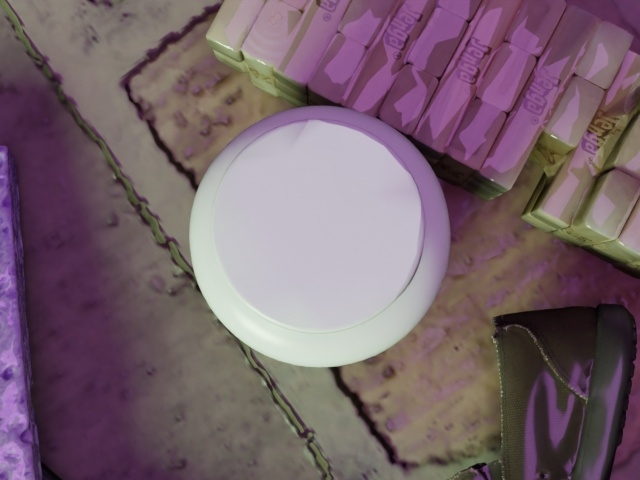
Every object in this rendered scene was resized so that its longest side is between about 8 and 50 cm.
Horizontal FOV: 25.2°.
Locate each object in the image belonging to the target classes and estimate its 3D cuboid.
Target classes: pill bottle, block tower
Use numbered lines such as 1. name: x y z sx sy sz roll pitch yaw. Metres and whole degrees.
1. pill bottle: 0.000 0.000 0.618 0.108 0.193 0.108 0 87 0
2. block tower: 0.119 -0.052 0.672 0.335 0.091 0.097 28 88 1

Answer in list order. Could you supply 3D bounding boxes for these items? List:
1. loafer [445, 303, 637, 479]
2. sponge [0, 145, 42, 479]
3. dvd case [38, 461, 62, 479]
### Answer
1. loafer: 0.093 0.133 0.676 0.078 0.080 0.220 11 82 11
2. sponge: -0.197 0.062 0.682 0.117 0.031 0.210 -7 76 -1
3. dvd case: -0.110 0.243 0.661 0.253 0.022 0.180 39 78 11
